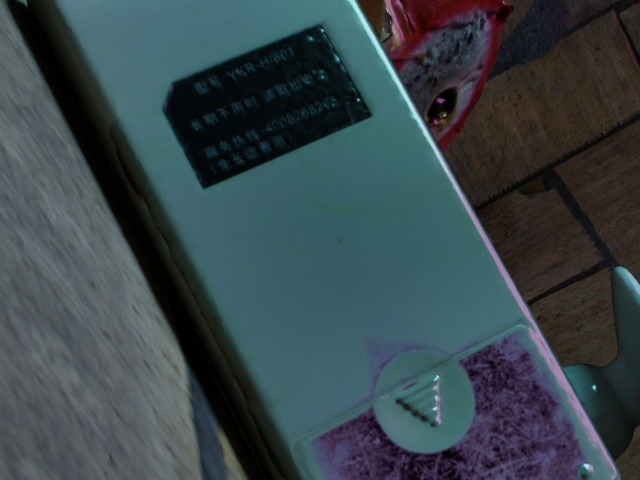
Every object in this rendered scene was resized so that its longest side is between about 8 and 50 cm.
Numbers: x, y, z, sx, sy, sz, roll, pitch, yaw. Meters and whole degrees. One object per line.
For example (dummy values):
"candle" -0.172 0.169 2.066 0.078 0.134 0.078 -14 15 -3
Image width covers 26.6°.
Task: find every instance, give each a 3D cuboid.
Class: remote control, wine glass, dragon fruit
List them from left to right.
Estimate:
"dragon fruit" -0.009 -0.134 0.799 0.227 0.224 0.224 41 -7 38
"remote control" 0.000 0.000 0.621 0.344 0.145 0.050 63 -20 9
"wine glass" 0.113 0.118 0.747 0.165 0.196 0.165 61 7 -14
